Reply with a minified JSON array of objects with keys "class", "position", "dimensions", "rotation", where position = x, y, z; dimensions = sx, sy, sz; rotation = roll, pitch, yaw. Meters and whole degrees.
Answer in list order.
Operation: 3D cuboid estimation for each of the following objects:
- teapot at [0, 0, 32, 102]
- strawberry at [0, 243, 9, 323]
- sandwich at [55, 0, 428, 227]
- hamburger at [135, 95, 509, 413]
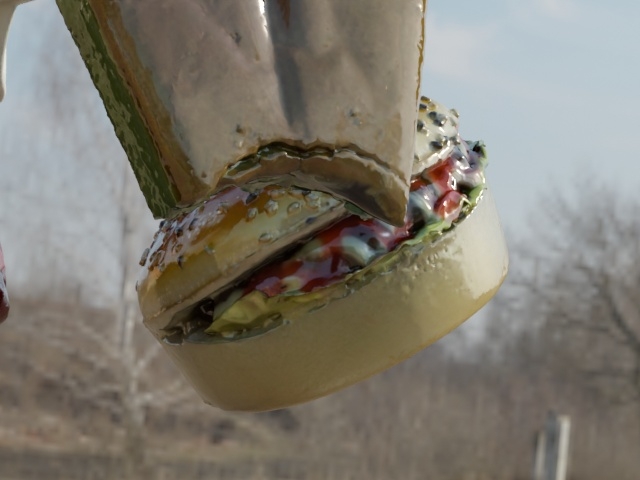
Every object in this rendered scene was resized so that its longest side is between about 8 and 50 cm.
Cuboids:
[{"class":"teapot","position":[-0.238,-0.213,1.193],"dimensions":[0.208,0.166,0.299],"rotation":[-14,-31,-8]},{"class":"strawberry","position":[-0.378,0.103,1.210],"dimensions":[0.295,0.345,0.317],"rotation":[2,-15,14]},{"class":"sandwich","position":[-0.063,-0.113,0.840],"dimensions":[0.245,0.212,0.063],"rotation":[15,-24,-19]},{"class":"hamburger","position":[0.000,0.000,1.302],"dimensions":[0.300,0.176,0.300],"rotation":[-28,10,5]}]
